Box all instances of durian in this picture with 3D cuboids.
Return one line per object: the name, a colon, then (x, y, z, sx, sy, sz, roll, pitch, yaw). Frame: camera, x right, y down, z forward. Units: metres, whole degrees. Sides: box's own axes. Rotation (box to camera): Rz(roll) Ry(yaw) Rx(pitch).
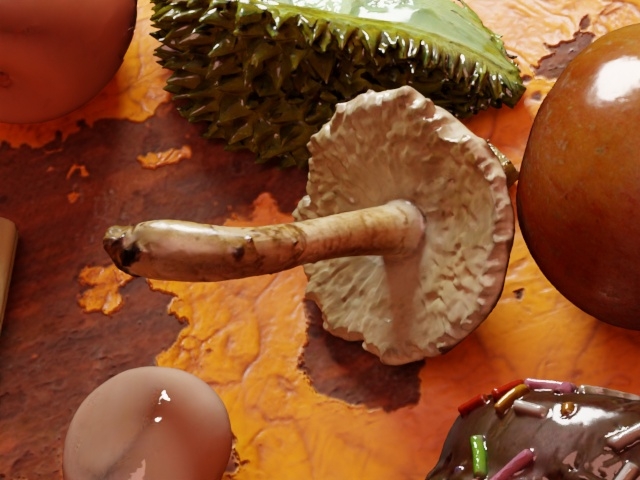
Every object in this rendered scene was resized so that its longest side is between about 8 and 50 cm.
durian: (0.001, -0.169, 1.605, 0.394, 0.163, 0.198, 10, 30, 14)

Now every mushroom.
mushroom: (0.013, 0.023, 1.418, 0.301, 0.208, 0.233, -37, 40, -27)

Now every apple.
apple: (0.276, -0.057, 1.397, 0.253, 0.253, 0.254, -5, 65, 12)

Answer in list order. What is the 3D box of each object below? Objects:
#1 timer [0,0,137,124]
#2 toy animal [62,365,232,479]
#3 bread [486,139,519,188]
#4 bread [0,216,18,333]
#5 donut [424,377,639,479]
timer: (-0.287, -0.231, 1.613, 0.229, 0.230, 0.215, -2, 58, 13)
toy animal: (-0.138, 0.220, 1.397, 0.166, 0.154, 0.250, -14, 57, 14)
bread: (0.138, -0.046, 1.529, 0.083, 0.036, 0.047, -44, 72, -10)
bread: (-0.356, 0.064, 1.588, 0.139, 0.060, 0.178, 1, 66, 14)
donut: (0.237, 0.187, 1.272, 0.345, 0.259, 0.136, 7, 76, 18)
